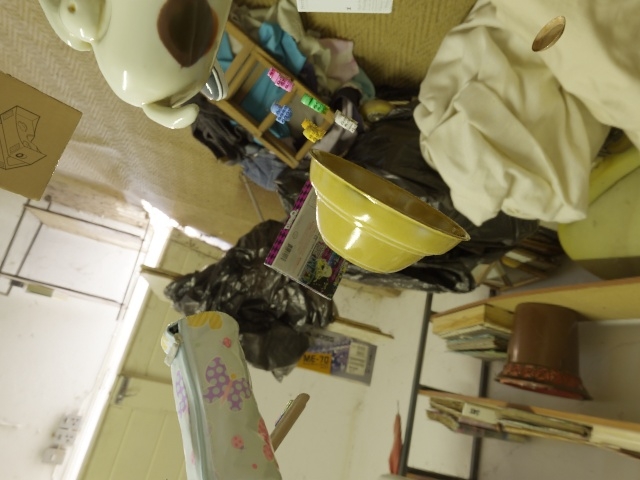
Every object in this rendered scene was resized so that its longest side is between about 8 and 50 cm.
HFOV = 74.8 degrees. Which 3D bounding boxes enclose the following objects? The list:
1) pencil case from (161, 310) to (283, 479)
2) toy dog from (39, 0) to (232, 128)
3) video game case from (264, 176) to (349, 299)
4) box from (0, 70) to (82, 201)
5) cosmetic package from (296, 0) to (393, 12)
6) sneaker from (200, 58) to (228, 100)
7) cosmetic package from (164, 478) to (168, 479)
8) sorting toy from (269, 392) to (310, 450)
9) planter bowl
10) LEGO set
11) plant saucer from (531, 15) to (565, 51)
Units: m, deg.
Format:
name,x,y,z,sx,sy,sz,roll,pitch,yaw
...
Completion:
name,x,y,z,sx,sy,sz,roll,pitch,yaw
pencil case,-0.135,0.229,0.556,0.113,0.273,0.124,-22,148,-7
toy dog,-0.239,-0.431,0.664,0.284,0.395,0.408,8,147,-45
video game case,0.000,0.000,1.011,0.210,0.232,0.042,33,169,-37
box,-0.572,-0.193,0.781,0.164,0.201,0.021,27,-175,-41
cosmetic package,0.056,-0.603,0.972,0.231,0.086,0.117,2,165,4
sneaker,-0.357,-0.463,0.997,0.321,0.127,0.126,56,154,-16
cosmetic package,-0.332,0.846,1.083,0.385,0.156,0.217,34,138,26
sorting toy,-0.092,0.397,0.858,0.038,0.193,0.208,34,159,12
planter bowl,0.063,-0.022,0.515,0.217,0.090,0.217,25,-163,-8
LEGO set,-0.027,-0.269,0.909,0.227,0.093,0.087,27,114,-19
plant saucer,0.505,-0.450,0.921,0.015,0.083,0.083,26,158,-16
